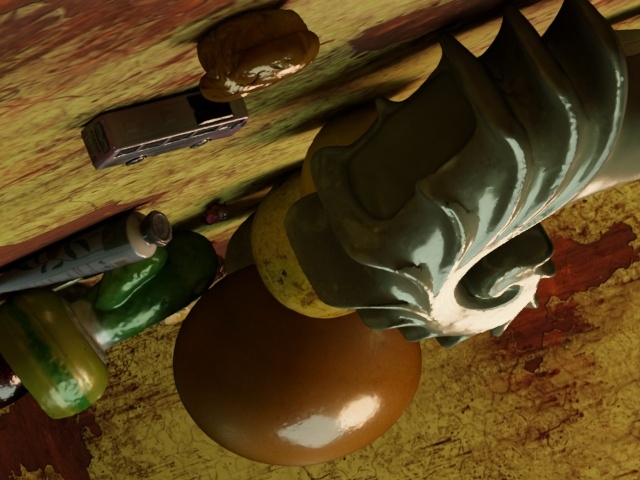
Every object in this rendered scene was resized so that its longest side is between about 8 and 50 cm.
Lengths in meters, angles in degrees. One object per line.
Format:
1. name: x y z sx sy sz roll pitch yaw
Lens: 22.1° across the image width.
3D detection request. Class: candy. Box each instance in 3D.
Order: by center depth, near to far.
1. candy: -0.354 0.101 2.374 0.095 0.085 0.110 20 -172 17

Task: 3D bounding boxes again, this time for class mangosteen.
1. mangosteen: -0.477 0.166 2.360 0.152 0.152 0.152 -21 177 -1

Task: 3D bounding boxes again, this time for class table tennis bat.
1. table tennis bat: -0.323 0.046 2.309 0.156 0.013 0.087 -21 178 -10

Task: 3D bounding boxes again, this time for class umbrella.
1. umbrella: -0.135 -0.033 2.102 0.027 0.025 0.165 -40 -177 -10

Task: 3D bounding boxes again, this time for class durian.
1. durian: -0.224 0.069 2.642 0.188 0.091 0.148 -30 171 -47

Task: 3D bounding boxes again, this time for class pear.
1. pear: 0.000 0.000 2.071 0.197 0.197 0.197 -21 177 -1

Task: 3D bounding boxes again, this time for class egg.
1. egg: -0.028 0.166 2.237 0.351 0.283 0.282 5 164 -28

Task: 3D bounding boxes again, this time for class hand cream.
1. hand cream: -0.280 0.024 1.867 0.256 0.055 0.088 -20 -174 30

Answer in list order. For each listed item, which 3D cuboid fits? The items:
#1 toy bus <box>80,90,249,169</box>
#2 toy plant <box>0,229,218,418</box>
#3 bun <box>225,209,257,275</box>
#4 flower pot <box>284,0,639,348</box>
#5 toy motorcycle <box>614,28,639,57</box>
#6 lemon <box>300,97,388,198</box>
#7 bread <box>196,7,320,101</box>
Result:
1. toy bus: -0.114 -0.087 1.230 0.130 0.037 0.052 -18 171 -36
2. toy plant: -0.281 0.089 2.230 0.316 0.184 0.224 -35 161 -9
3. bun: -0.031 -0.001 2.367 0.222 0.127 0.222 -13 152 -7
4. flower pot: 0.161 -0.068 1.474 0.254 0.164 0.367 21 123 -43
5. toy motorcycle: 0.413 -0.210 1.812 0.307 0.108 0.173 -18 143 3
6. lemon: 0.067 -0.045 1.691 0.178 0.203 0.178 -5 179 0
7. bread: -0.042 -0.119 1.058 0.083 0.046 0.081 -24 179 19
